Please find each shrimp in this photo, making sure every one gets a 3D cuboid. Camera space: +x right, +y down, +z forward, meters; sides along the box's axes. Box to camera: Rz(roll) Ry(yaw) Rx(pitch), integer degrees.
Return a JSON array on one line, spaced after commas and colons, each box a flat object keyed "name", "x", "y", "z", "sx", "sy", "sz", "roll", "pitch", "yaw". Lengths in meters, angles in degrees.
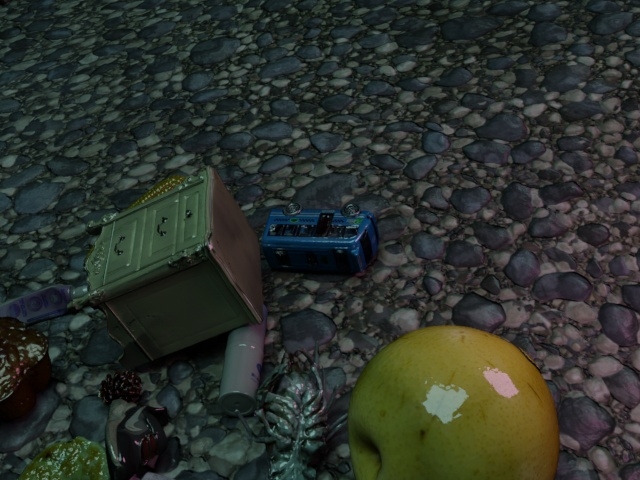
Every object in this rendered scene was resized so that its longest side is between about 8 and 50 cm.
[{"name": "shrimp", "x": -0.046, "y": 0.335, "z": 1.458, "sx": 0.222, "sy": 0.166, "sz": 0.410, "roll": 16, "pitch": 52, "yaw": -18}]

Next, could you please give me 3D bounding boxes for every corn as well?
[{"name": "corn", "x": -0.420, "y": -0.027, "z": 1.982, "sx": 0.131, "sy": 0.131, "sz": 0.344, "roll": 17, "pitch": 48, "yaw": 30}]

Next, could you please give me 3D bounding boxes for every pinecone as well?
[{"name": "pinecone", "x": -0.394, "y": 0.290, "z": 1.642, "sx": 0.083, "sy": 0.077, "sz": 0.077, "roll": -42, "pitch": 30, "yaw": 28}]

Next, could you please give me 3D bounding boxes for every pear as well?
[{"name": "pear", "x": 0.204, "y": 0.299, "z": 1.295, "sx": 0.349, "sy": 0.348, "sz": 0.348, "roll": -7, "pitch": 40, "yaw": 6}]

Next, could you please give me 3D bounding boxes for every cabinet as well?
[{"name": "cabinet", "x": -0.312, "y": 0.056, "z": 1.717, "sx": 0.318, "sy": 0.227, "sz": 0.290, "roll": -22, "pitch": 37, "yaw": 11}]

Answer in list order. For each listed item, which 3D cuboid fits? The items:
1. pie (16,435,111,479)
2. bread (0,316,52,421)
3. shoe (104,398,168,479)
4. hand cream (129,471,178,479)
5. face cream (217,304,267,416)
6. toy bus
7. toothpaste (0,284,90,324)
[{"name": "pie", "x": -0.464, "y": 0.438, "z": 1.512, "sx": 0.187, "sy": 0.041, "sz": 0.186, "roll": -7, "pitch": 41, "yaw": 6}, {"name": "bread", "x": -0.677, "y": 0.270, "z": 1.686, "sx": 0.247, "sy": 0.135, "sz": 0.232, "roll": 11, "pitch": 45, "yaw": 24}, {"name": "shoe", "x": -0.330, "y": 0.356, "z": 1.509, "sx": 0.112, "sy": 0.099, "sz": 0.227, "roll": -3, "pitch": 16, "yaw": -12}, {"name": "hand cream", "x": -0.275, "y": 0.448, "z": 1.460, "sx": 0.142, "sy": 0.053, "sz": 0.084, "roll": 19, "pitch": 48, "yaw": 11}, {"name": "face cream", "x": -0.151, "y": 0.228, "z": 1.656, "sx": 0.077, "sy": 0.077, "sz": 0.250, "roll": -6, "pitch": 40, "yaw": 7}, {"name": "toy bus", "x": 0.000, "y": 0.000, "z": 1.860, "sx": 0.247, "sy": 0.113, "sz": 0.134, "roll": 2, "pitch": 46, "yaw": 19}, {"name": "toothpaste", "x": -0.662, "y": 0.159, "z": 1.884, "sx": 0.301, "sy": 0.048, "sz": 0.075, "roll": -17, "pitch": 67, "yaw": 3}]
